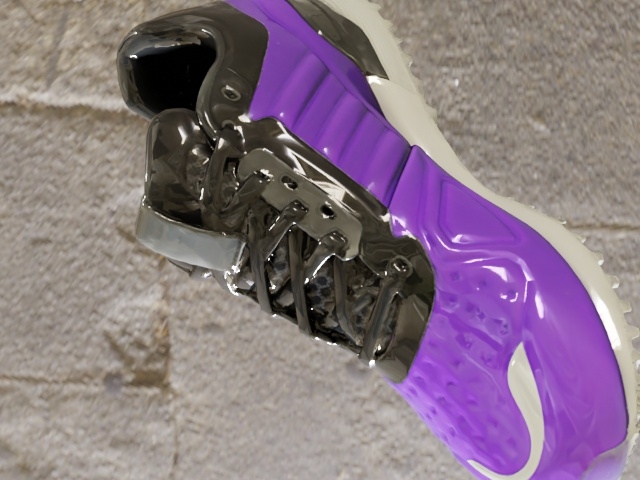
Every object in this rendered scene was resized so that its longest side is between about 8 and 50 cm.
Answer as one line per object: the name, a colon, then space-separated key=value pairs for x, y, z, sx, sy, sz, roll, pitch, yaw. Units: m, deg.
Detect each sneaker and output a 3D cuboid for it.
sneaker: x=0.000 y=0.000 z=0.515 sx=0.146 sy=0.293 sz=0.102 roll=-6 pitch=134 yaw=-33
